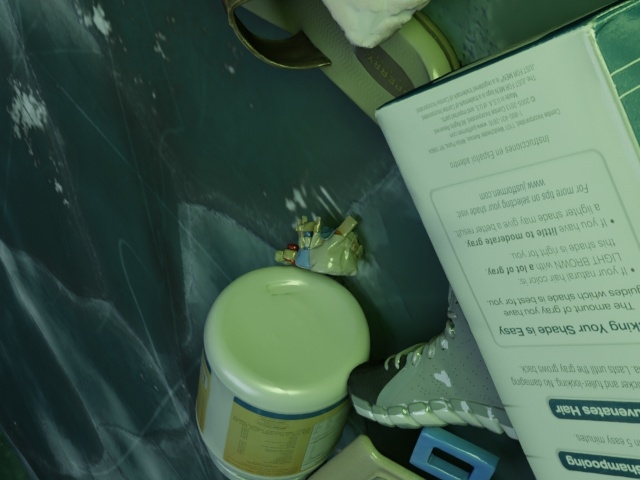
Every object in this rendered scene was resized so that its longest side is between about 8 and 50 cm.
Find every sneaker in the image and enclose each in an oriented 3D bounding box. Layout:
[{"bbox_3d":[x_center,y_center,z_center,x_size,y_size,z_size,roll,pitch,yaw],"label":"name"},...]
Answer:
[{"bbox_3d":[0.099,0.068,0.719,0.228,0.086,0.132,-4,107,46],"label":"sneaker"}]

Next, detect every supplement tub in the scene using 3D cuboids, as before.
[{"bbox_3d":[-0.040,0.133,0.900,0.144,0.144,0.200,46,148,23],"label":"supplement tub"}]

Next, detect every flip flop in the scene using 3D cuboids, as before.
[{"bbox_3d":[-0.017,-0.159,0.689,0.277,0.080,0.112,47,147,22],"label":"flip flop"}]

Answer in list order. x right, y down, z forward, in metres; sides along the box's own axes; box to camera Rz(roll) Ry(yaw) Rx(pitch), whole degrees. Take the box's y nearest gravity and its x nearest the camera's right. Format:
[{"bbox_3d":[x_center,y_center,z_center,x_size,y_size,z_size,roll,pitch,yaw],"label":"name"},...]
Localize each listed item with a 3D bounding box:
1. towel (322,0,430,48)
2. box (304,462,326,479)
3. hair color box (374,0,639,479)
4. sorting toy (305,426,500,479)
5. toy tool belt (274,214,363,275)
[{"bbox_3d":[0.028,-0.314,0.506,0.317,0.053,0.332,58,145,7],"label":"towel"},{"bbox_3d":[-0.010,0.372,1.020,0.231,0.183,0.056,55,149,12],"label":"box"},{"bbox_3d":[0.181,0.049,0.543,0.174,0.105,0.347,-12,104,59],"label":"hair color box"},{"bbox_3d":[0.081,0.264,0.868,0.196,0.047,0.348,33,147,-1],"label":"sorting toy"},{"bbox_3d":[0.000,0.000,0.838,0.083,0.052,0.051,12,93,48],"label":"toy tool belt"}]
